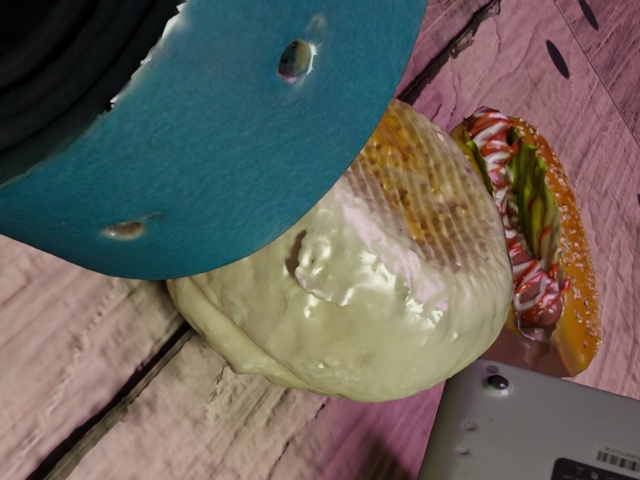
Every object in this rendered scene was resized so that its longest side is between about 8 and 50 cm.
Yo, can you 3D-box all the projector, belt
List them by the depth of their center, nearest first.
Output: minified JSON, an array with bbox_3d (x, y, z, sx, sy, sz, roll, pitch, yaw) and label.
[{"bbox_3d":[-0.111,-0.196,0.803,0.173,0.300,0.436,24,43,-55],"label":"belt"},{"bbox_3d":[0.172,0.186,1.027,0.250,0.108,0.198,17,36,6],"label":"projector"}]

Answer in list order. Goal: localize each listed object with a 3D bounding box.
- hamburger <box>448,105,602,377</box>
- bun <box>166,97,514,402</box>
[{"bbox_3d":[0.151,0.005,1.351,0.173,0.116,0.210,33,37,-53],"label":"hamburger"},{"bbox_3d":[0.000,0.000,1.010,0.244,0.153,0.244,31,27,-18],"label":"bun"}]
